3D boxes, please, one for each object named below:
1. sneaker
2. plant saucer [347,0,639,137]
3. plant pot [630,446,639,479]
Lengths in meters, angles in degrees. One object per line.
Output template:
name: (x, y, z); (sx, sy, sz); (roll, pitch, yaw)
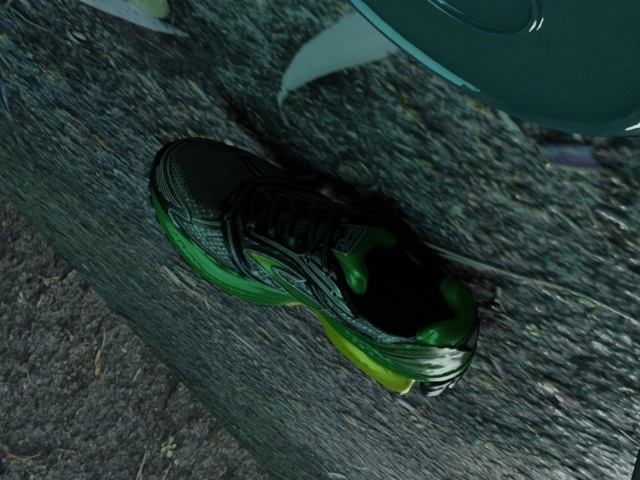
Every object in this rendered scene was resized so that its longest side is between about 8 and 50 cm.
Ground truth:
sneaker: (0.000, 0.000, 1.173); (0.343, 0.134, 0.146); (30, 155, 7)
plant saucer: (0.080, -0.154, 0.676); (0.317, 0.043, 0.317); (35, 165, 11)
plant pot: (0.277, 0.090, 0.554); (0.293, 0.293, 0.196); (27, 132, 40)
